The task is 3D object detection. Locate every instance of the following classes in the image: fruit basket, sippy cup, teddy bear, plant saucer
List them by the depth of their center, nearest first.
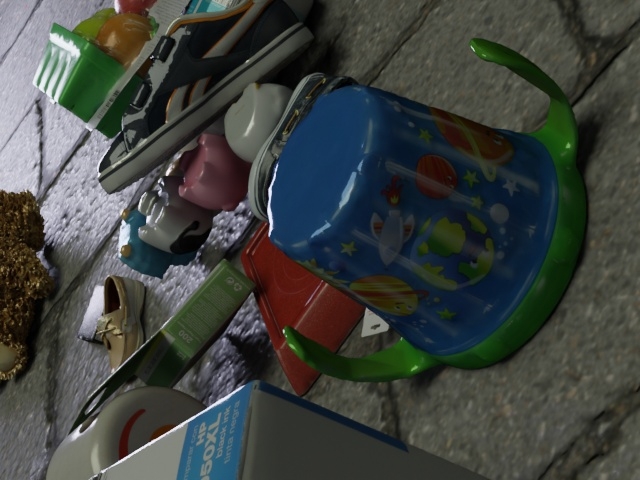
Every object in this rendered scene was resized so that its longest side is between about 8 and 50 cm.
[{"bbox_3d":[0.081,-0.026,1.337,0.240,0.224,0.305,-11,59,57],"label":"sippy cup"},{"bbox_3d":[0.000,0.000,1.645,0.259,0.048,0.258,-55,29,19],"label":"plant saucer"},{"bbox_3d":[-0.291,-0.336,2.346,0.353,0.165,0.327,-50,28,-5],"label":"fruit basket"},{"bbox_3d":[-0.513,0.085,2.420,0.245,0.113,0.338,-51,38,39],"label":"teddy bear"}]

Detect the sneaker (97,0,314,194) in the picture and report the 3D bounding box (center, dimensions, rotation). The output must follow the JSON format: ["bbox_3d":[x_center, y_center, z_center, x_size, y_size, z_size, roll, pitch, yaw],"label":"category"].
[{"bbox_3d":[-0.169,-0.195,1.818,0.321,0.127,0.126,-40,3,-6],"label":"sneaker"}]

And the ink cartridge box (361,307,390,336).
[{"bbox_3d":[0.072,0.061,1.490,0.048,0.028,0.083,-20,51,54],"label":"ink cartridge box"}]

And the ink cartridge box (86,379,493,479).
[{"bbox_3d":[-0.063,0.298,1.258,0.395,0.285,0.166,-34,40,44],"label":"ink cartridge box"}]

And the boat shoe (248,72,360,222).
[{"bbox_3d":[-0.019,-0.105,1.639,0.083,0.065,0.183,10,76,63],"label":"boat shoe"}]

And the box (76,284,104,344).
[{"bbox_3d":[-0.322,0.108,2.140,0.067,0.018,0.083,1,69,60],"label":"box"}]

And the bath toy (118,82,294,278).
[{"bbox_3d":[-0.116,-0.077,1.822,0.348,0.129,0.151,-38,40,43],"label":"bath toy"}]

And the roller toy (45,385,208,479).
[{"bbox_3d":[-0.195,0.267,1.611,0.146,0.191,0.209,-39,38,41],"label":"roller toy"}]

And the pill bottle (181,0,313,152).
[{"bbox_3d":[-0.127,-0.239,1.947,0.264,0.146,0.146,-62,28,5],"label":"pill bottle"}]

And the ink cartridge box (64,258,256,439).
[{"bbox_3d":[-0.183,0.140,1.681,0.235,0.056,0.171,-49,-2,-28],"label":"ink cartridge box"}]

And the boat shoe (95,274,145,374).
[{"bbox_3d":[-0.280,0.118,2.016,0.063,0.059,0.170,-44,34,34],"label":"boat shoe"}]
